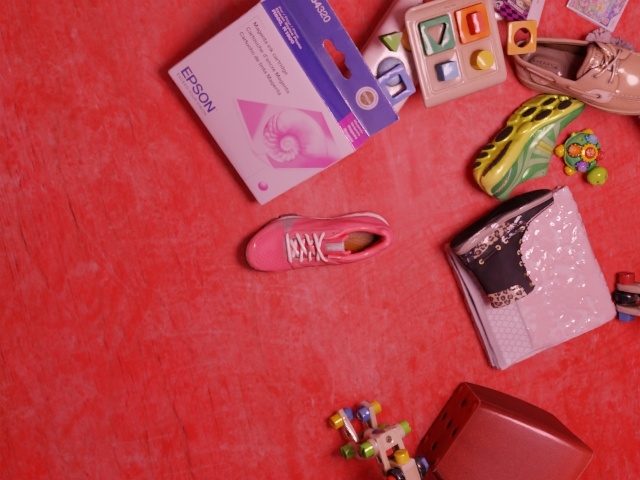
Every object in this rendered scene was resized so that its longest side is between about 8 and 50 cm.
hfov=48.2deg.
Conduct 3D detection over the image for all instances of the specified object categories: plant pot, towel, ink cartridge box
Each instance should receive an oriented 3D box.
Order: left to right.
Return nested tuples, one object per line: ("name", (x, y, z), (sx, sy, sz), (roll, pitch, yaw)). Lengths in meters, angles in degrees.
("ink cartridge box", (-0.073, -0.277, 1.367), (0.330, 0.071, 0.324), (-29, 103, 26))
("plant pot", (0.369, 0.458, 1.540), (0.236, 0.267, 0.267), (33, 92, -2))
("towel", (0.470, 0.089, 1.592), (0.317, 0.053, 0.331), (-26, 103, -5))

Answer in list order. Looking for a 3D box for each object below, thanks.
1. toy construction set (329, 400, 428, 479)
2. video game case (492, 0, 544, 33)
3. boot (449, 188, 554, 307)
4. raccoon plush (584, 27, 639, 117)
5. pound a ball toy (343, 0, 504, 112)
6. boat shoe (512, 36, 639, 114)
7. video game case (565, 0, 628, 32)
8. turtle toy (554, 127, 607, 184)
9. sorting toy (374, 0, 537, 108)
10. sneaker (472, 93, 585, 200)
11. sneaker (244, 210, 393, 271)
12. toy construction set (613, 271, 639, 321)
("toy construction set", (0.156, 0.507, 1.532), (0.151, 0.215, 0.327), (-38, 107, -25))
("video game case", (0.363, -0.559, 1.418), (0.232, 0.042, 0.210), (29, 69, -23))
("boot", (0.411, 0.016, 1.502), (0.236, 0.085, 0.178), (-32, 102, 2))
("raccoon plush", (0.763, -0.264, 1.553), (0.216, 0.299, 0.446), (-35, 63, -8))
("pound a ball toy", (0.219, -0.397, 1.431), (0.208, 0.136, 0.319), (34, 93, -12))
("boat shoe", (0.545, -0.331, 1.413), (0.341, 0.110, 0.121), (15, 86, 28))
("video game case", (0.595, -0.514, 1.537), (0.122, 0.011, 0.087), (24, 94, -12))
("turtle toy", (0.579, -0.179, 1.559), (0.095, 0.066, 0.130), (-32, 102, -3))
("sorting toy", (0.266, -0.366, 1.358), (0.348, 0.047, 0.195), (-21, 113, -10))
("sneaker", (0.448, -0.205, 1.529), (0.295, 0.109, 0.123), (-43, 128, -4))
("sneaker", (0.000, -0.001, 1.457), (0.314, 0.136, 0.115), (-10, 99, -7))
("toy construction set", (0.821, 0.095, 1.554), (0.258, 0.237, 0.308), (17, 95, -11))
